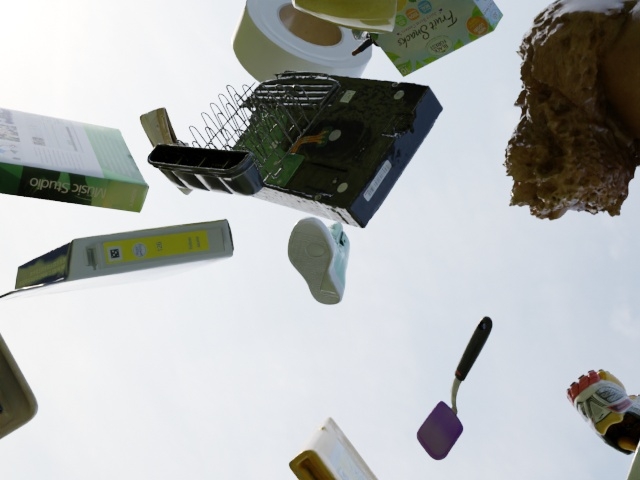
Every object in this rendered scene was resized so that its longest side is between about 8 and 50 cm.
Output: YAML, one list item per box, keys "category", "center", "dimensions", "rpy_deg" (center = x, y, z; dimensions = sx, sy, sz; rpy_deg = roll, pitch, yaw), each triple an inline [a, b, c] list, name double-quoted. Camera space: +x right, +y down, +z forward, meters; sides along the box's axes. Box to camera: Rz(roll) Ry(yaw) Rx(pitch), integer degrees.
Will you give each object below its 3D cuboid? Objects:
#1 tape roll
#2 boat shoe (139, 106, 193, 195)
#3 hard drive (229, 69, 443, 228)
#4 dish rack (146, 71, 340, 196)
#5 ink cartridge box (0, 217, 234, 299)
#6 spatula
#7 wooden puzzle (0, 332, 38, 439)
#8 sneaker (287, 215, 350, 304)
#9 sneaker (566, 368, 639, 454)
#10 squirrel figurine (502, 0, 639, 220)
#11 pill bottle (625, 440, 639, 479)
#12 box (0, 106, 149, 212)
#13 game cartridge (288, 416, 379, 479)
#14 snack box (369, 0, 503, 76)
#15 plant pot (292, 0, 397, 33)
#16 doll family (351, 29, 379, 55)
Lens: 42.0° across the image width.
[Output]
- category: "tape roll"
  center: [-0.038, -0.411, 1.733]
  dimensions: [0.286, 0.286, 0.100]
  rpy_deg: [51, -44, 22]
- category: "boat shoe"
  center: [-0.268, -0.166, 1.531]
  dimensions: [0.170, 0.059, 0.063]
  rpy_deg: [62, 6, -11]
- category: "hard drive"
  center: [0.003, -0.156, 1.329]
  dimensions: [0.339, 0.237, 0.064]
  rpy_deg: [17, -22, 45]
- category: "dish rack"
  center: [-0.104, -0.175, 1.242]
  dimensions: [0.208, 0.271, 0.074]
  rpy_deg: [11, -37, 41]
- category: "ink cartridge box"
  center: [-0.329, 0.035, 1.206]
  dimensions: [0.303, 0.307, 0.072]
  rpy_deg: [-13, -96, 56]
- category: "spatula"
  center: [0.237, 0.254, 1.435]
  dimensions: [0.084, 0.030, 0.296]
  rpy_deg: [51, -47, 47]
- category: "wooden puzzle"
  center: [-0.702, 0.250, 1.414]
  dimensions: [0.322, 0.348, 0.080]
  rpy_deg: [53, -11, 19]
- category: "sneaker"
  center: [0.000, 0.000, 1.675]
  dimensions: [0.094, 0.151, 0.256]
  rpy_deg: [0, -37, 13]
- category: "sneaker"
  center: [0.431, 0.264, 1.155]
  dimensions: [0.088, 0.225, 0.093]
  rpy_deg: [-49, -147, 23]
- category: "squirrel figurine"
  center: [0.436, -0.138, 1.077]
  dimensions: [0.397, 0.281, 0.370]
  rpy_deg: [-4, -56, 14]
- category: "pill bottle"
  center: [0.442, 0.283, 0.657]
  dimensions: [0.392, 0.224, 0.224]
  rpy_deg: [17, -62, 29]
- category: "box"
  center: [-0.454, -0.137, 1.315]
  dimensions: [0.232, 0.322, 0.058]
  rpy_deg: [52, -51, 52]
- category: "game cartridge"
  center: [0.072, 0.434, 1.367]
  dimensions: [0.052, 0.323, 0.285]
  rpy_deg: [-38, -96, 5]
- category: "snack box"
  center: [0.121, -0.258, 0.951]
  dimensions: [0.100, 0.037, 0.141]
  rpy_deg: [47, -38, -20]
- category: "plant pot"
  center: [0.018, -0.268, 0.819]
  dimensions: [0.134, 0.095, 0.134]
  rpy_deg: [174, -90, -86]
- category: "doll family"
  center: [0.121, -0.341, 1.230]
  dimensions: [0.193, 0.076, 0.111]
  rpy_deg: [-55, -152, 12]
